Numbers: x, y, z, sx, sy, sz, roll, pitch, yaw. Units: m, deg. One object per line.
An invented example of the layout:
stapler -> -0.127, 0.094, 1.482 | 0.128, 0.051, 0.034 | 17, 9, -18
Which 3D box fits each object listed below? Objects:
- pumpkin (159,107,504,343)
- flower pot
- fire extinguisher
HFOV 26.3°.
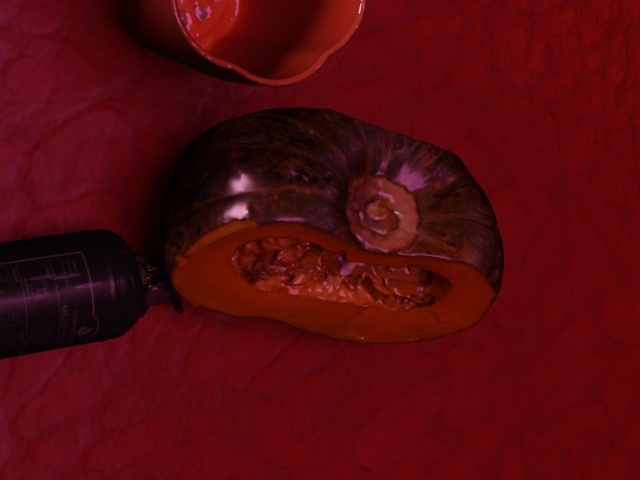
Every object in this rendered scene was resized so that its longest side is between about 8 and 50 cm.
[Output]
pumpkin -> 0.000, 0.000, 1.214 | 0.317, 0.222, 0.139 | 11, 60, -33
flower pot -> -0.084, -0.220, 1.149 | 0.191, 0.173, 0.190 | -3, 96, -33
fire extinguisher -> -0.246, 0.051, 1.118 | 0.311, 0.095, 0.114 | -10, 136, -30
